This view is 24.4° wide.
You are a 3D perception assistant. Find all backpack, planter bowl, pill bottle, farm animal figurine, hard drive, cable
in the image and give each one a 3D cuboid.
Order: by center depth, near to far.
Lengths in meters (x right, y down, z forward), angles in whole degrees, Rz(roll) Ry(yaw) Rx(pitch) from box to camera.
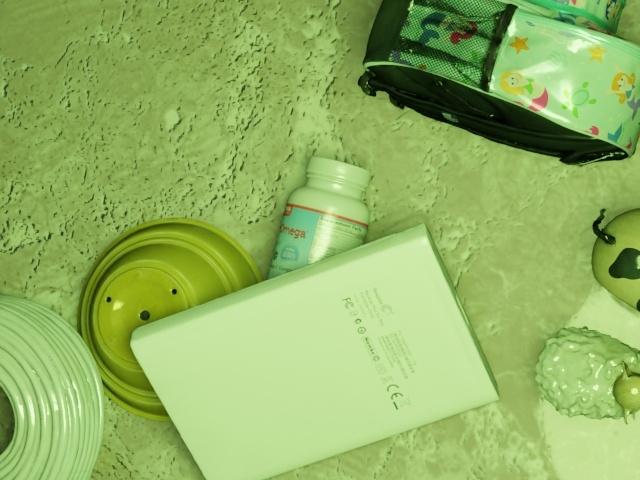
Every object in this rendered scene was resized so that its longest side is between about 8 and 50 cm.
[{"bbox_3d":[0.385,0.053,1.328,0.327,0.172,0.330,21,99,17],"label":"farm animal figurine"},{"bbox_3d":[0.196,-0.173,1.396,0.254,0.225,0.191,26,94,20],"label":"backpack"},{"bbox_3d":[-0.003,0.122,1.458,0.308,0.040,0.203,-20,117,12],"label":"hard drive"},{"bbox_3d":[0.000,0.000,1.499,0.087,0.087,0.160,14,87,15],"label":"pill bottle"},{"bbox_3d":[-0.168,0.080,1.533,0.217,0.090,0.217,-1,84,13],"label":"planter bowl"},{"bbox_3d":[-0.348,0.185,1.551,0.257,0.089,0.257,31,102,19],"label":"cable"}]
